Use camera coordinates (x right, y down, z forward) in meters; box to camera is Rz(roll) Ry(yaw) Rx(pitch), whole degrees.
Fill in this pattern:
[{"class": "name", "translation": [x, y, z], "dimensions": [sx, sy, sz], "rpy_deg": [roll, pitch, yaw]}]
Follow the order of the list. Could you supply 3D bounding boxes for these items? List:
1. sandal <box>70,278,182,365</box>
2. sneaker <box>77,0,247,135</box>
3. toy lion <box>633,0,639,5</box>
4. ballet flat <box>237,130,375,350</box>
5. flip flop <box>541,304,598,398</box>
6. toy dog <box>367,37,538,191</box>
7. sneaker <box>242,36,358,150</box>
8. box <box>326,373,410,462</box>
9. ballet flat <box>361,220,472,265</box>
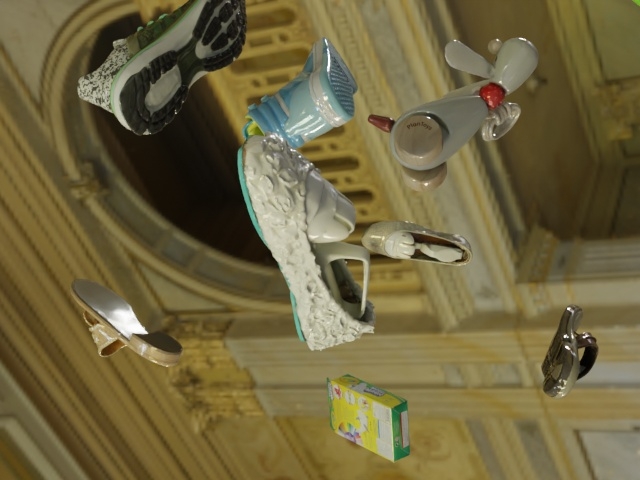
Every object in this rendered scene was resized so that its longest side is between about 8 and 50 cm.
[{"class": "sandal", "translation": [-0.303, 0.143, 1.591], "dimensions": [0.088, 0.240, 0.079], "rpy_deg": [3, -68, -52]}, {"class": "sneaker", "translation": [-0.281, -0.356, 1.916], "dimensions": [0.410, 0.182, 0.158], "rpy_deg": [-50, -33, -38]}, {"class": "toy lion", "translation": [0.537, -0.408, 1.720], "dimensions": [0.096, 0.034, 0.100], "rpy_deg": [43, -111, -9]}, {"class": "ballet flat", "translation": [0.000, 0.000, 1.542], "dimensions": [0.408, 0.147, 0.147], "rpy_deg": [72, -149, -44]}, {"class": "flip flop", "translation": [0.428, 0.195, 1.815], "dimensions": [0.277, 0.080, 0.112], "rpy_deg": [-51, -19, -71]}, {"class": "toy dog", "translation": [0.215, -0.239, 1.872], "dimensions": [0.334, 0.161, 0.220], "rpy_deg": [-37, -23, -32]}, {"class": "sneaker", "translation": [-0.045, -0.258, 1.980], "dimensions": [0.127, 0.208, 0.319], "rpy_deg": [55, -164, -16]}, {"class": "box", "translation": [0.076, 0.296, 1.824], "dimensions": [0.043, 0.179, 0.105], "rpy_deg": [-17, -68, -37]}, {"class": "ballet flat", "translation": [0.145, 0.006, 1.581], "dimensions": [0.052, 0.168, 0.057], "rpy_deg": [-111, 29, -66]}]
